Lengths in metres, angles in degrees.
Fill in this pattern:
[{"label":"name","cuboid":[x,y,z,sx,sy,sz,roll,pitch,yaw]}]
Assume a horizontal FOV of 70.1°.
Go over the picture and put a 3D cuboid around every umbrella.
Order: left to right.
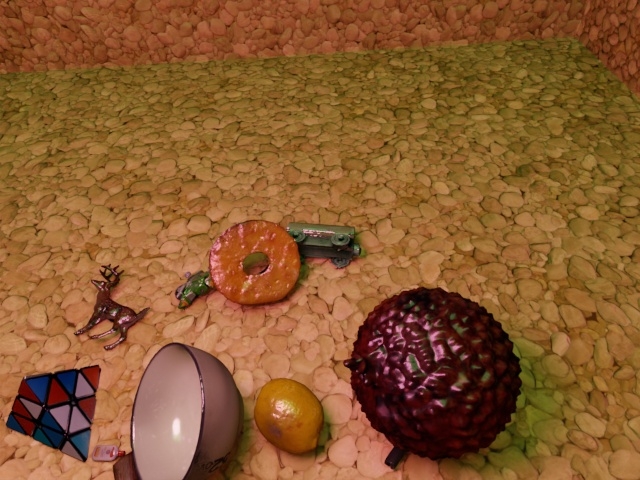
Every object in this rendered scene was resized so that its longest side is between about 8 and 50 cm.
[{"label":"umbrella","cuboid":[0.216,0.545,1.210,0.036,0.031,0.133,36,57,19]}]

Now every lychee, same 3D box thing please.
[{"label":"lychee","cuboid":[0.262,0.323,1.149,0.499,0.425,0.425,14,43,-23]}]

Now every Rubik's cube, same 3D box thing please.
[{"label":"Rubik's cube","cuboid":[-0.767,0.426,1.224,0.249,0.234,0.285,-6,48,-2]}]

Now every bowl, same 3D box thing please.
[{"label":"bowl","cuboid":[-0.321,0.450,1.171,0.185,0.354,0.354,19,30,-43]}]

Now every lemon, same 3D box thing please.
[{"label":"lemon","cuboid":[-0.082,0.463,1.211,0.207,0.170,0.170,30,55,17]}]

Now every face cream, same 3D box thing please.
[{"label":"face cream","cuboid":[-0.567,0.571,1.225,0.083,0.021,0.040,0,48,2]}]

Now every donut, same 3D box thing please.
[{"label":"donut","cuboid":[-0.222,0.076,1.528,0.302,0.110,0.304,1,87,-15]}]

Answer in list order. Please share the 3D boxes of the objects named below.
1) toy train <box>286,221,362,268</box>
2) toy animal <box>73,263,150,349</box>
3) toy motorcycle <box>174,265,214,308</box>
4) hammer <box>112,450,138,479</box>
[{"label":"toy train","cuboid":[0.000,-0.007,1.661,0.306,0.127,0.190,4,47,7]},{"label":"toy animal","cuboid":[-0.701,0.221,1.528,0.243,0.087,0.260,26,51,7]},{"label":"toy motorcycle","cuboid":[-0.412,0.149,1.550,0.190,0.074,0.106,-37,40,-1]},{"label":"hammer","cuboid":[-0.434,0.690,1.067,0.242,0.096,0.409,-21,48,-16]}]
